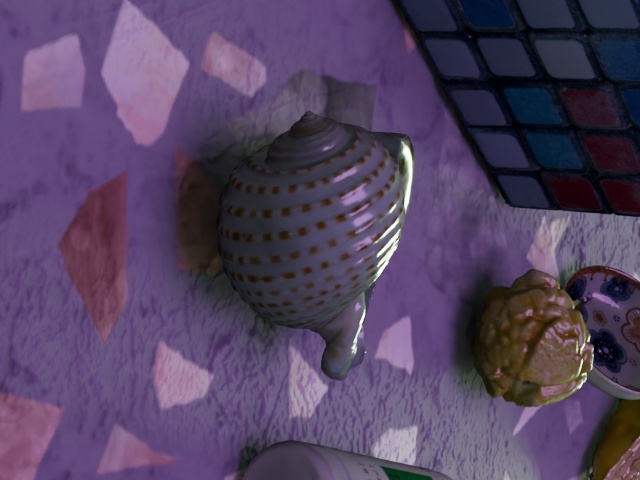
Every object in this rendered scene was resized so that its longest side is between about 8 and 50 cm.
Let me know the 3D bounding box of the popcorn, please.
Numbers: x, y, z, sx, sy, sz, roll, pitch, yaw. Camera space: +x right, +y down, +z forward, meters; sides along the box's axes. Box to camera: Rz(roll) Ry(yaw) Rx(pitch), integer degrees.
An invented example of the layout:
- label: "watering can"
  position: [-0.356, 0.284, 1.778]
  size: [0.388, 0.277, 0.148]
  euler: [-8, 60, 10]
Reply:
- label: "popcorn"
  position: [0.181, 0.092, 1.541]
  size: [0.106, 0.116, 0.120]
  euler: [-36, 170, -12]

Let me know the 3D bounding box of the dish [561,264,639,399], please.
- label: "dish"
  position: [0.267, 0.102, 1.682]
  size: [0.141, 0.078, 0.141]
  euler: [19, 50, -24]

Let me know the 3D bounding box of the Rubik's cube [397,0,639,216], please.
- label: "Rubik's cube"
  position: [0.279, -0.212, 1.481]
  size: [0.293, 0.287, 0.292]
  euler: [-61, 137, -28]

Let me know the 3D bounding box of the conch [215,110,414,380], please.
- label: "conch"
  position: [-0.010, -0.005, 1.255]
  size: [0.172, 0.131, 0.200]
  euler: [-72, 178, -60]

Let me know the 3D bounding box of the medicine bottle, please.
- label: "medicine bottle"
  position: [0.046, 0.216, 1.375]
  size: [0.260, 0.095, 0.095]
  euler: [18, 79, -52]

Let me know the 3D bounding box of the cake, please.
- label: "cake"
  position: [0.313, 0.179, 1.771]
  size: [0.185, 0.116, 0.080]
  euler: [-47, 131, 2]
